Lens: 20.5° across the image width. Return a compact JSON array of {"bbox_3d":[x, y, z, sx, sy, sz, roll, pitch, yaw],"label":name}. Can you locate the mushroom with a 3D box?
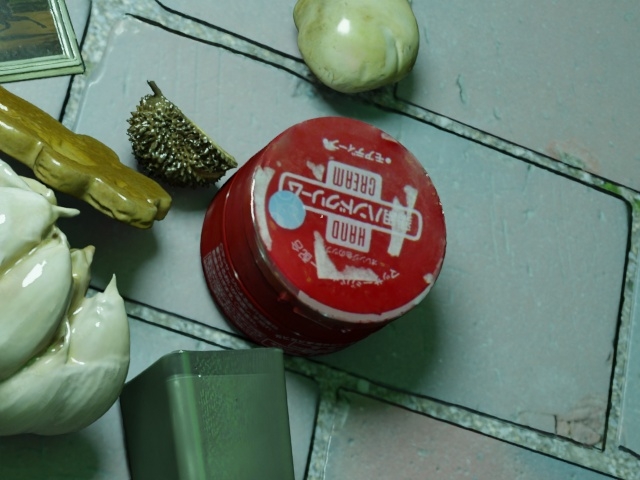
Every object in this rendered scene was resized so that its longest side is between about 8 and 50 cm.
[{"bbox_3d":[0.037,-0.223,1.918,0.148,0.112,0.148,10,64,-22],"label":"mushroom"}]

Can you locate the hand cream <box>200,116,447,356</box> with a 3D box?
[{"bbox_3d":[0.000,0.000,1.795,0.230,0.149,0.230,10,65,-23],"label":"hand cream"}]

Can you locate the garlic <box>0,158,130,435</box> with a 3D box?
[{"bbox_3d":[-0.293,0.040,1.594,0.281,0.203,0.185,60,20,14],"label":"garlic"}]

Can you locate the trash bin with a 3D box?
[{"bbox_3d":[-0.098,0.233,1.649,0.122,0.164,0.240,-1,71,-25],"label":"trash bin"}]

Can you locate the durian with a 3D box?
[{"bbox_3d":[-0.151,-0.096,1.779,0.071,0.110,0.140,-52,130,-22],"label":"durian"}]

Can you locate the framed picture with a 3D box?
[{"bbox_3d":[-0.379,-0.245,1.791,0.252,0.014,0.197,-11,75,-28],"label":"framed picture"}]

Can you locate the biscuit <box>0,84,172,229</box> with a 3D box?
[{"bbox_3d":[-0.259,-0.085,1.712,0.249,0.184,0.035,32,101,-1],"label":"biscuit"}]
